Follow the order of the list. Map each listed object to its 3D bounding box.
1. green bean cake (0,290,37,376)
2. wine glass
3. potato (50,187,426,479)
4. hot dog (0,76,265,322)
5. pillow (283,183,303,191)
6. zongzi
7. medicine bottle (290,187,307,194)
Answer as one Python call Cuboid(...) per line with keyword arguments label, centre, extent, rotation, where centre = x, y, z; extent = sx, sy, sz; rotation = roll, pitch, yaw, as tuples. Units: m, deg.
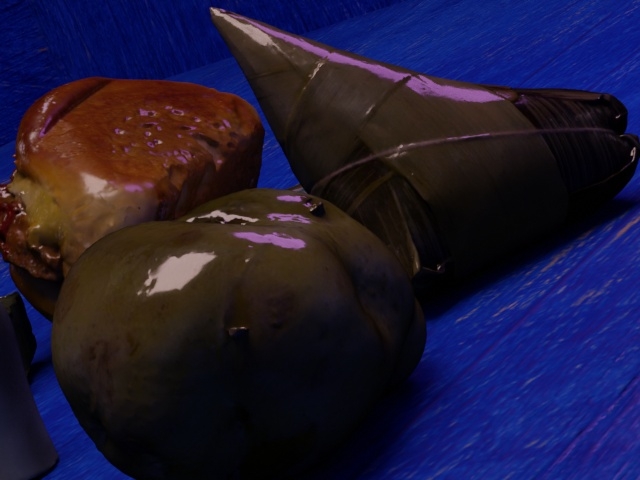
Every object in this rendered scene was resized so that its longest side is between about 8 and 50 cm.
Cuboid(label="green bean cake", centre=(-0.385, 0.129, 1.968), extent=(0.185, 0.094, 0.183), rotation=(-21, 11, 6))
Cuboid(label="wine glass", centre=(-0.300, 0.095, 1.623), extent=(0.103, 0.231, 0.103), rotation=(-22, 9, 4))
Cuboid(label="potato", centre=(-0.044, 0.067, 1.392), extent=(0.218, 0.202, 0.351), rotation=(-19, 0, 24))
Cuboid(label="hot dog", centre=(-0.223, -0.052, 2.099), extent=(0.223, 0.185, 0.405), rotation=(20, 24, 12))
Cuboid(label="pillow", centre=(0.000, -0.026, 2.014), extent=(0.302, 0.075, 0.185), rotation=(-20, 8, 23))
Cuboid(label="zongzi", centre=(0.095, -0.126, 1.717), extent=(0.289, 0.317, 0.154), rotation=(-27, -7, -24))
Cuboid(label="medicine bottle", centre=(0.000, 0.000, 1.839), extent=(0.188, 0.094, 0.119), rotation=(-15, 15, 33))
